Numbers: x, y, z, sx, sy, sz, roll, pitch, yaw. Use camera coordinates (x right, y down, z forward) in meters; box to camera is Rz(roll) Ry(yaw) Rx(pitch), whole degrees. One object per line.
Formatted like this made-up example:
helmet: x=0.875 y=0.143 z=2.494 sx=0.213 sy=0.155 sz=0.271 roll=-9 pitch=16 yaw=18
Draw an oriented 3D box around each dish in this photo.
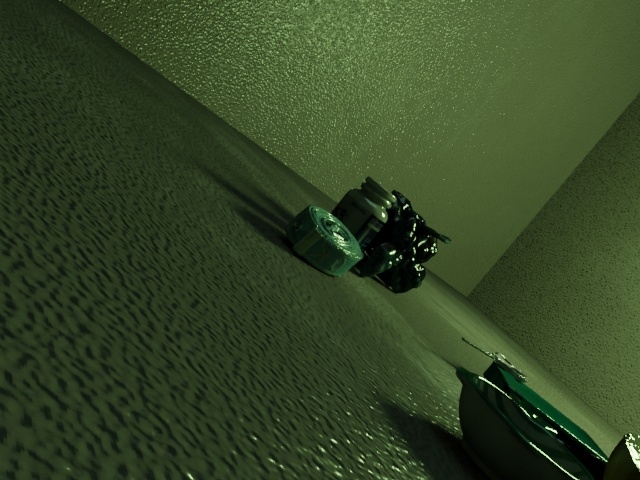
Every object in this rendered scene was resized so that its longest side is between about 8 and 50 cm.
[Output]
dish: x=0.242 y=0.259 z=0.867 sx=0.224 sy=0.078 sz=0.246 roll=41 pitch=8 yaw=19

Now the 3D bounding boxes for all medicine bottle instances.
medicine bottle: x=0.074 y=-0.040 z=1.484 sx=0.107 sy=0.191 sz=0.107 roll=38 pitch=7 yaw=-5

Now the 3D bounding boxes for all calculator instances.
calculator: x=0.441 y=0.358 z=1.358 sx=0.274 sy=0.058 sz=0.248 roll=38 pitch=5 yaw=1

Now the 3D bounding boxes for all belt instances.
belt: x=0.005 y=0.003 z=1.310 sx=0.163 sy=0.082 sz=0.147 roll=38 pitch=16 yaw=-34

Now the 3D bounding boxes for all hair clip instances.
hair clip: x=0.186 y=0.010 z=1.683 sx=0.194 sy=0.206 sz=0.310 roll=43 pitch=8 yaw=27

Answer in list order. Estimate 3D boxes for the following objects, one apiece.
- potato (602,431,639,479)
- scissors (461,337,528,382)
potato: x=0.466 y=0.412 z=0.910 sx=0.299 sy=0.116 sz=0.239 roll=53 pitch=17 yaw=19
scissors: x=0.356 y=0.240 z=1.429 sx=0.189 sy=0.015 sz=0.100 roll=33 pitch=9 yaw=-28
